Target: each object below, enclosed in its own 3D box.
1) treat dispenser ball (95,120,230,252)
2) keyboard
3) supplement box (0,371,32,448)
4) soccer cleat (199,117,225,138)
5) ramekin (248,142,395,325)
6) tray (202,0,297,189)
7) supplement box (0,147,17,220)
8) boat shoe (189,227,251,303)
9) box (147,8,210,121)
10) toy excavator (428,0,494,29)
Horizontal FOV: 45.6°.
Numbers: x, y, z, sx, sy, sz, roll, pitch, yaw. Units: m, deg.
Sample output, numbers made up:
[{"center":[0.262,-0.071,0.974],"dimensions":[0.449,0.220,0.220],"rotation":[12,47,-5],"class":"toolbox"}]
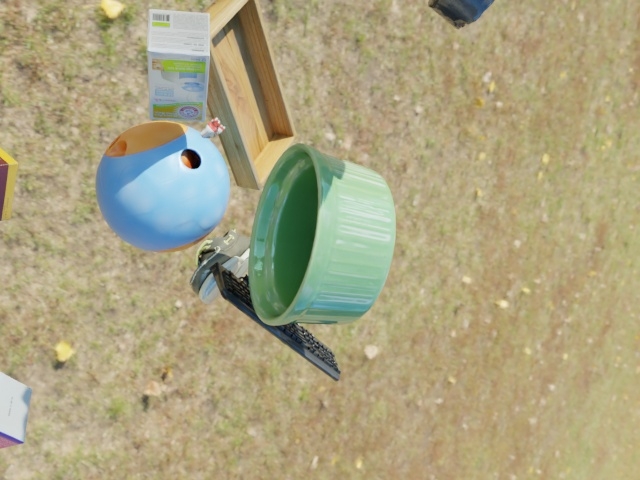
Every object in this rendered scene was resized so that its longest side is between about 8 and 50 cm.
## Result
[{"center":[-0.342,-0.117,1.660],"dimensions":[0.288,0.288,0.288],"rotation":[-31,129,-46],"class":"treat dispenser ball"},{"center":[-0.085,0.140,1.451],"dimensions":[0.033,0.201,0.317],"rotation":[-46,119,4],"class":"keyboard"},{"center":[-0.673,0.334,1.430],"dimensions":[0.114,0.220,0.111],"rotation":[56,24,-52],"class":"supplement box"},{"center":[-0.193,-0.197,1.353],"dimensions":[0.035,0.029,0.083],"rotation":[-38,-172,10],"class":"soccer cleat"},{"center":[0.000,0.000,1.280],"dimensions":[0.148,0.303,0.303],"rotation":[10,98,-23],"class":"ramekin"},{"center":[-0.173,-0.336,1.724],"dimensions":[0.203,0.076,0.411],"rotation":[-58,147,-35],"class":"tray"},{"center":[-0.714,-0.123,1.425],"dimensions":[0.194,0.191,0.129],"rotation":[-18,136,-50],"class":"supplement box"},{"center":[-0.207,0.044,1.551],"dimensions":[0.109,0.091,0.305],"rotation":[-55,177,17],"class":"boat shoe"},{"center":[-0.269,-0.327,1.445],"dimensions":[0.203,0.114,0.103],"rotation":[112,-23,-60],"class":"box"},{"center":[0.256,-0.479,0.784],"dimensions":[0.222,0.445,0.433],"rotation":[38,80,-14],"class":"toy excavator"}]
